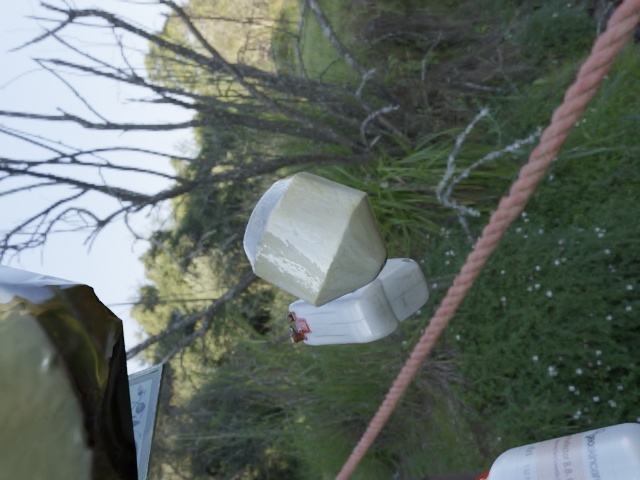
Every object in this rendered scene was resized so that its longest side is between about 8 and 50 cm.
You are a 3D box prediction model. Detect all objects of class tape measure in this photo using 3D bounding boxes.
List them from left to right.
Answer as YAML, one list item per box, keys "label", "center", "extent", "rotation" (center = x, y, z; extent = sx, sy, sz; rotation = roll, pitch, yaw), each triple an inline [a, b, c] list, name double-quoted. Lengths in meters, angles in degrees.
- label: "tape measure"
  center: [0.086, 0.132, 1.348]
  extent: [0.258, 0.265, 0.130]
  rotation: [-18, 101, 55]

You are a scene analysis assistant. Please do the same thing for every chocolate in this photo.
- label: "chocolate"
  center: [-0.409, 0.217, 0.654]
  extent: [0.297, 0.327, 0.313]
  rotation: [-41, -43, -61]

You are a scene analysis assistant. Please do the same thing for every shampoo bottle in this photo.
- label: "shampoo bottle"
  center: [0.197, 0.143, 0.359]
  extent: [0.074, 0.192, 0.073]
  rotation: [35, -139, -38]

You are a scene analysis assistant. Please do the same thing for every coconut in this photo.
- label: "coconut"
  center: [0.000, 0.000, 0.980]
  extent: [0.202, 0.222, 0.202]
  rotation: [-61, -10, -19]

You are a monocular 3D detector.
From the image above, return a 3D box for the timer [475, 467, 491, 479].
- label: "timer"
  center: [0.457, 0.638, 1.232]
  extent: [0.279, 0.378, 0.377]
  rotation: [-15, 74, 52]

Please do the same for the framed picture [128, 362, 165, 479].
- label: "framed picture"
  center: [-0.345, 0.326, 1.021]
  extent: [0.010, 0.173, 0.231]
  rotation: [54, -159, -41]
